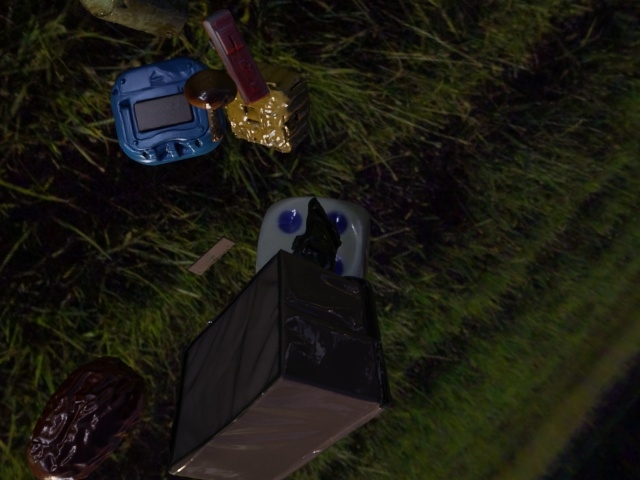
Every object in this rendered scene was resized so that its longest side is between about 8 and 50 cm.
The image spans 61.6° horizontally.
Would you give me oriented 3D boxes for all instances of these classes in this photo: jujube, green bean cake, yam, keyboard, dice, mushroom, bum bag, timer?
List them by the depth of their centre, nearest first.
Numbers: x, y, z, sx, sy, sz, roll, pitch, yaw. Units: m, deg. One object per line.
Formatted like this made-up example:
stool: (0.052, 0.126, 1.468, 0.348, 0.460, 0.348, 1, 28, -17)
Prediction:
jujube: (-0.322, 0.247, 0.740, 0.176, 0.112, 0.109, -51, 128, -15)
mushroom: (-0.182, -0.237, 0.916, 0.088, 0.073, 0.130, -12, 85, -24)
bum bag: (0.000, 0.000, 1.236, 0.060, 0.248, 0.123, -30, 117, 31)
yam: (-0.515, -0.674, 1.490, 0.304, 0.168, 0.168, -9, 127, -56)
green bean cake: (-0.153, -0.373, 1.496, 0.131, 0.229, 0.224, -55, 154, -36)
dice: (-0.013, 0.049, 1.595, 0.277, 0.304, 0.304, 67, 27, -72)
keyboard: (-0.334, 0.046, 1.654, 0.166, 0.017, 0.055, -40, 138, 18)
timer: (-0.480, -0.408, 1.689, 0.340, 0.309, 0.115, -12, 178, 1)

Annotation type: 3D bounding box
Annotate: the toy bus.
toy bus: (-0.171, -0.376, 1.105, 0.065, 0.077, 0.192, -32, 113, -9)

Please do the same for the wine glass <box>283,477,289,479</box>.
wine glass: (-0.168, 0.599, 1.223, 0.103, 0.103, 0.231, -4, 146, -43)

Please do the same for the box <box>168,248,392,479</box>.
box: (-0.059, 0.165, 0.663, 0.153, 0.188, 0.252, 26, 128, -29)

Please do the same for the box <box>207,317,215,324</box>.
box: (-0.237, 0.231, 1.388, 0.099, 0.054, 0.074, -16, 146, 17)
